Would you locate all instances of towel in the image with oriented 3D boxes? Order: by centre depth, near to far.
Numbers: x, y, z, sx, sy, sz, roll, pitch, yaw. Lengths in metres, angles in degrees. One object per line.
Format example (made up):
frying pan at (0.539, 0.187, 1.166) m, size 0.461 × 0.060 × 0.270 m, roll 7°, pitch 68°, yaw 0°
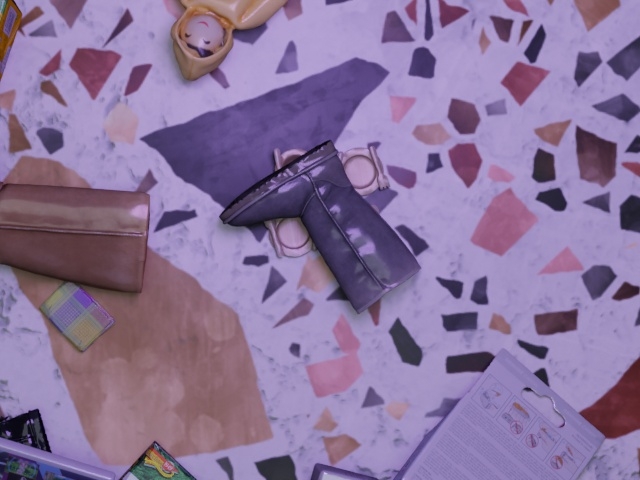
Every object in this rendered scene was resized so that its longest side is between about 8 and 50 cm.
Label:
towel at (-0.310, 0.096, 1.853) m, size 0.083 × 0.009 × 0.060 m, roll 45°, pitch 85°, yaw -1°

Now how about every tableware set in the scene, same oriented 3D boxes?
tableware set at (0.008, -0.051, 1.883) m, size 0.169 × 0.020 × 0.141 m, roll -3°, pitch 87°, yaw -5°

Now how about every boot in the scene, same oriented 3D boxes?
boot at (-0.343, -0.060, 1.802) m, size 0.270 × 0.089 × 0.236 m, roll 7°, pitch 115°, yaw -3°
boot at (-0.388, 0.273, 1.821) m, size 0.099 × 0.045 × 0.121 m, roll -16°, pitch 89°, yaw -4°
boot at (-0.001, 0.001, 1.845) m, size 0.190 × 0.076 × 0.208 m, roll -30°, pitch 100°, yaw 2°

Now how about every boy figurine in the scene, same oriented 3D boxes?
boy figurine at (-0.122, -0.342, 1.851) m, size 0.177 × 0.092 × 0.285 m, roll 28°, pitch 82°, yaw -6°

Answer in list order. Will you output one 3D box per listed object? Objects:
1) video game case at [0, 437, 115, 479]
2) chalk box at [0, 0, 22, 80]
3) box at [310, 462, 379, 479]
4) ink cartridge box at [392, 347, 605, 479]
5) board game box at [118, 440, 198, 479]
video game case at (-0.375, 0.340, 1.801) m, size 0.201 × 0.023 × 0.183 m, roll 18°, pitch 106°, yaw -4°
chalk box at (-0.495, -0.263, 1.792) m, size 0.213 × 0.132 × 0.132 m, roll 15°, pitch 86°, yaw -3°
box at (0.025, 0.341, 1.825) m, size 0.087 × 0.101 × 0.102 m, roll 16°, pitch 86°, yaw -4°
ink cartridge box at (0.231, 0.288, 1.883) m, size 0.189 × 0.066 × 0.232 m, roll 41°, pitch 64°, yaw -2°
board game box at (-0.161, 0.391, 1.844) m, size 0.260 × 0.030 × 0.136 m, roll 43°, pitch 82°, yaw -2°
